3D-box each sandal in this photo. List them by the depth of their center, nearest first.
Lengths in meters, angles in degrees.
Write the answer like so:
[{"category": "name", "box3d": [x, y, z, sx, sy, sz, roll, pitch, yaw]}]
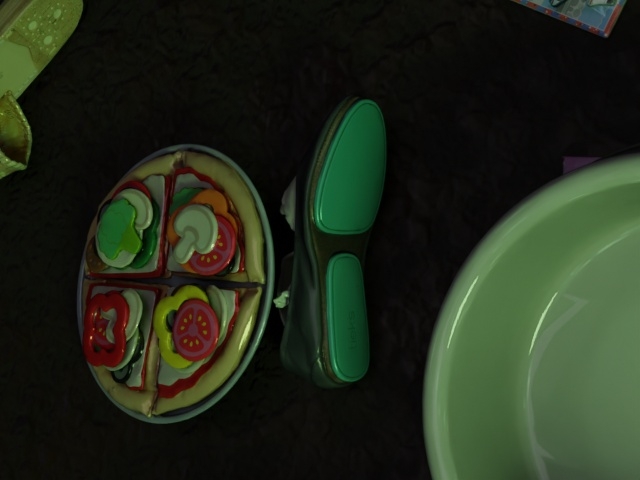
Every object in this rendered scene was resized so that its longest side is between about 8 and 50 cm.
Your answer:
[{"category": "sandal", "box3d": [-0.247, -0.087, 1.356, 0.079, 0.088, 0.240, 37, 93, 32]}]

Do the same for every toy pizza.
[{"category": "toy pizza", "box3d": [-0.112, 0.029, 1.273, 0.201, 0.032, 0.201, -10, 75, 41]}]

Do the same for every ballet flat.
[{"category": "ballet flat", "box3d": [0.000, 0.000, 1.236, 0.074, 0.074, 0.203, 2, 88, 26]}]

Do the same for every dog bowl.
[{"category": "dog bowl", "box3d": [0.216, 0.102, 1.069, 0.349, 0.102, 0.348, -2, 87, 30]}]

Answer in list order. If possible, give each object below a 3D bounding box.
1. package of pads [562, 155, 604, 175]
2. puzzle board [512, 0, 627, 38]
[{"category": "package of pads", "box3d": [0.197, -0.029, 1.167, 0.083, 0.032, 0.050, 2, 85, 26]}, {"category": "puzzle board", "box3d": [0.180, -0.212, 1.219, 0.096, 0.011, 0.128, 26, 93, 27]}]
